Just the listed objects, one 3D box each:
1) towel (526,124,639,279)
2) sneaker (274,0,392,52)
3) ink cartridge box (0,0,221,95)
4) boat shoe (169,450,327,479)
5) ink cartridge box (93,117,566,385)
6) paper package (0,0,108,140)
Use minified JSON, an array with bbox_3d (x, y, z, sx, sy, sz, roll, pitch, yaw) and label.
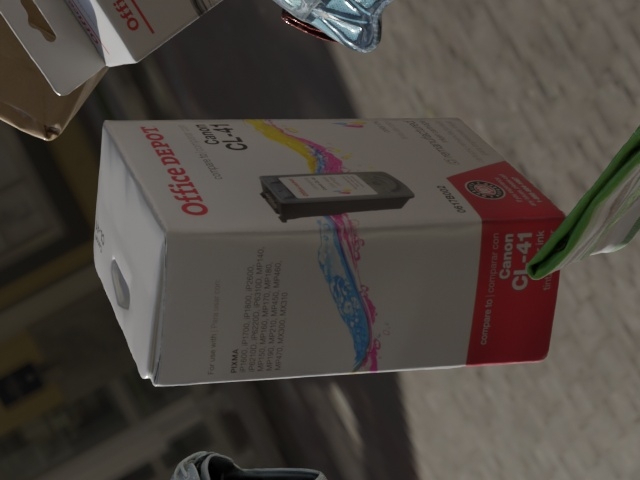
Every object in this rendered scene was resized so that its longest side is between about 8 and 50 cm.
[{"bbox_3d":[0.178,-0.026,1.024,0.023,0.113,0.152,41,-158,14],"label":"towel"},{"bbox_3d":[0.082,-0.177,0.817,0.125,0.262,0.104,49,-147,-23],"label":"sneaker"},{"bbox_3d":[-0.111,-0.180,1.117,0.104,0.180,0.060,57,160,-18],"label":"ink cartridge box"},{"bbox_3d":[-0.087,0.221,1.558,0.079,0.228,0.081,-38,-57,-57],"label":"boat shoe"},{"bbox_3d":[0.000,0.000,1.359,0.226,0.306,0.131,-127,40,-59],"label":"ink cartridge box"},{"bbox_3d":[-0.352,-0.284,1.922,0.310,0.168,0.325,27,-157,-4],"label":"paper package"}]
